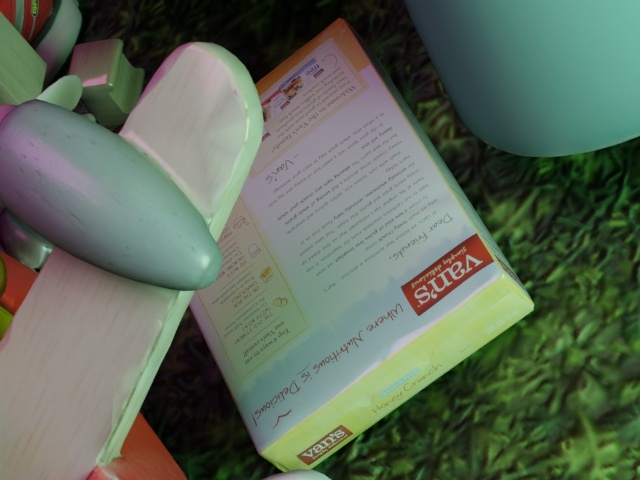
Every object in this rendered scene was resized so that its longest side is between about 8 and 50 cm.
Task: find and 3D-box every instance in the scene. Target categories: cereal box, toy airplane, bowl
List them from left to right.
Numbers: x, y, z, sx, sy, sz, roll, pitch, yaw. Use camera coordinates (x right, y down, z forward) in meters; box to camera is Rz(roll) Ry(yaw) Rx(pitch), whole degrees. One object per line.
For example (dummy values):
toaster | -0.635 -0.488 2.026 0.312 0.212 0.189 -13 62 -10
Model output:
toy airplane | -0.183 0.112 1.064 0.384 0.272 0.386 -13 72 38
cereal box | 0.000 0.000 1.169 0.173 0.047 0.240 -36 49 10
bowl | 0.144 -0.218 1.080 0.311 0.163 0.311 -33 34 25

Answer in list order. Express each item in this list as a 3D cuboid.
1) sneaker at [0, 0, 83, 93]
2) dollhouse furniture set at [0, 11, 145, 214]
sneaker | -0.273 -0.092 1.358 0.107 0.118 0.279 8 66 37
dollhouse furniture set | -0.253 -0.185 1.282 0.198 0.286 0.303 -11 52 23
